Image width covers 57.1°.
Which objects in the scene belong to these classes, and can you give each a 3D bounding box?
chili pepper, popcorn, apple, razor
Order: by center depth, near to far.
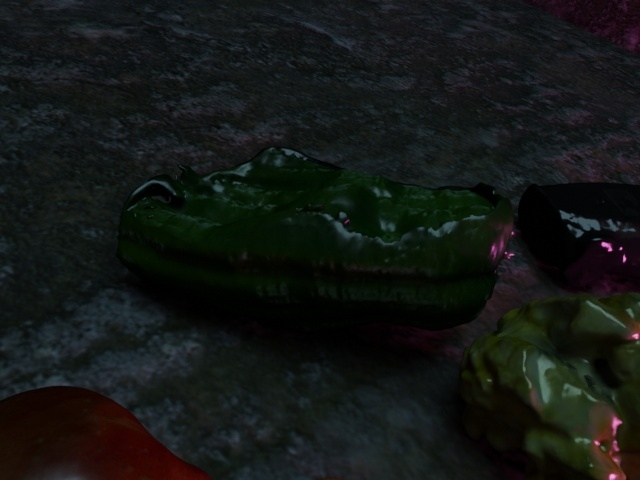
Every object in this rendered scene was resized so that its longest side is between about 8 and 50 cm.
[{"bbox_3d":[-0.145,0.176,0.321,0.181,0.181,0.168,24,59,9],"label":"apple"},{"bbox_3d":[0.220,0.140,0.522,0.188,0.167,0.185,-22,70,4],"label":"popcorn"},{"bbox_3d":[0.000,0.008,0.611,0.386,0.167,0.213,7,21,7],"label":"chili pepper"},{"bbox_3d":[0.459,-0.006,0.844,0.327,0.107,0.189,7,36,-13],"label":"razor"}]

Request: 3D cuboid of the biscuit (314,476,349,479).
[{"bbox_3d":[0.021,0.236,0.429,0.102,0.019,0.130,-5,41,-28],"label":"biscuit"}]
